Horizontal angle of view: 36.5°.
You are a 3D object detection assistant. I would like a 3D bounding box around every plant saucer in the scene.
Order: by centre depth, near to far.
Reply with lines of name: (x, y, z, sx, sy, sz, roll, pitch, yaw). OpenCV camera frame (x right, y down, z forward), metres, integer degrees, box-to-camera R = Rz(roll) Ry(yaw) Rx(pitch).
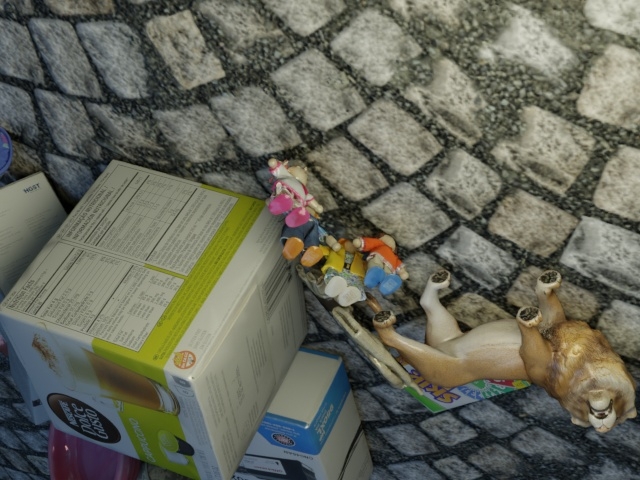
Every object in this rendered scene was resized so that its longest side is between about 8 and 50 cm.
plant saucer: (-0.507, 0.472, 2.205, 0.084, 0.332, 0.332, 9, 162, -42)

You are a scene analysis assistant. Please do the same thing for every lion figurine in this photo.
lion figurine: (0.260, 0.165, 1.431, 0.392, 0.142, 0.240, 4, 136, 32)

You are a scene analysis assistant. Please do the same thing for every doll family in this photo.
doll family: (0.000, 0.000, 1.389, 0.263, 0.163, 0.118, 38, 111, -13)

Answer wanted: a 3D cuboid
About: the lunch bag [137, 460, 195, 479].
lunch bag: (-0.419, 0.598, 2.327, 0.305, 0.212, 0.256, -16, 121, 36)

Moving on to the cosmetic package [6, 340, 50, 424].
cosmetic package: (-0.537, 0.241, 1.957, 0.151, 0.151, 0.183, 51, 147, 36)

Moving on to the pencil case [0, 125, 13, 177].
pencil case: (-0.639, -0.112, 1.691, 0.306, 0.119, 0.133, -29, 78, 50)

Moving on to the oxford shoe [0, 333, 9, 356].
oxford shoe: (-0.657, 0.086, 1.978, 0.130, 0.123, 0.348, -17, 128, 12)

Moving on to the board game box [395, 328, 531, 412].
board game box: (0.220, 0.222, 1.615, 0.124, 0.039, 0.259, 41, 145, -15)

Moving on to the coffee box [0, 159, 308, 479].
coffee box: (-0.245, 0.131, 1.543, 0.334, 0.338, 0.337, 16, 142, 17)

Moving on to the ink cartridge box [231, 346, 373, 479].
ink cartridge box: (-0.079, 0.370, 1.874, 0.285, 0.166, 0.395, 10, 141, 24)

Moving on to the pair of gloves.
pair of gloves: (0.057, 0.135, 1.513, 0.204, 0.042, 0.240, 52, 175, -35)

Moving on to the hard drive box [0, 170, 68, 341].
hard drive box: (-0.505, 0.025, 1.652, 0.089, 0.181, 0.232, -27, 93, 49)
